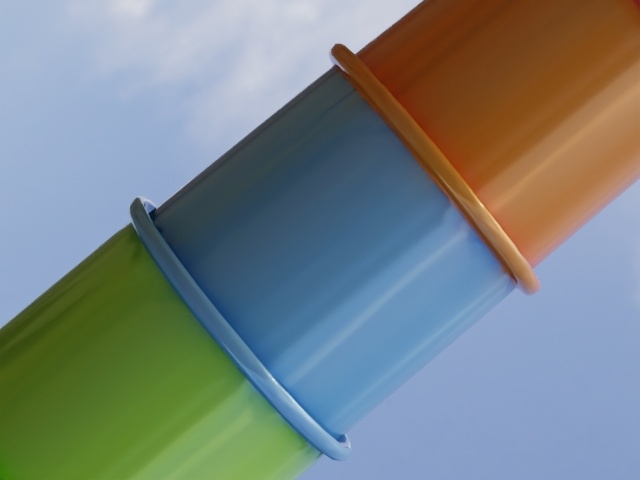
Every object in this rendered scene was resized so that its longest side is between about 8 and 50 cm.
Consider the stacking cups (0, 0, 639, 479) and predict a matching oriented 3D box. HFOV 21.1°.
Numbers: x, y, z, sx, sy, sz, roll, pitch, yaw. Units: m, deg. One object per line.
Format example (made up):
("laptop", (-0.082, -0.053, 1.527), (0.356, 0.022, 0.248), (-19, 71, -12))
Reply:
("stacking cups", (0.000, 0.000, 0.423), (0.316, 0.096, 0.096), (-41, -153, 4))
